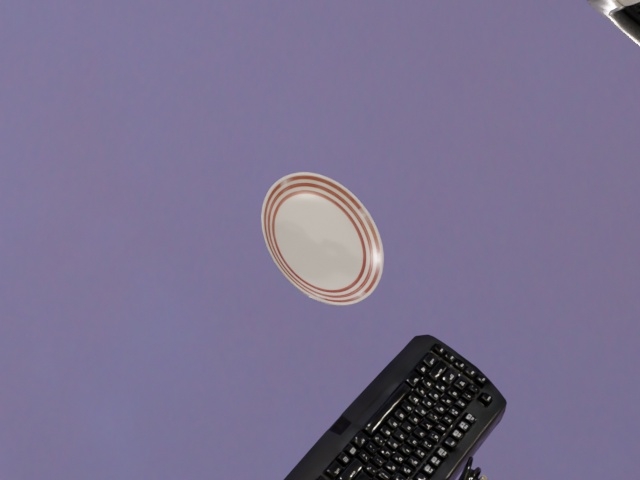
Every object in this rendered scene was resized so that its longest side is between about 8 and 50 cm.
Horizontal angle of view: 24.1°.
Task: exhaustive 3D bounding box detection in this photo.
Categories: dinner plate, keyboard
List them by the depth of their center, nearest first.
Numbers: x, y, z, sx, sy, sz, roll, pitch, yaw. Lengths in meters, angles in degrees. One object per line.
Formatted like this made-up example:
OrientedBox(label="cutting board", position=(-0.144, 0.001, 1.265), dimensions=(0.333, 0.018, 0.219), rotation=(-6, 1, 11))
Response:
OrientedBox(label="keyboard", position=(0.050, 0.129, 0.840), dimensions=(0.100, 0.192, 0.038), rotation=(39, -39, 7))
OrientedBox(label="dinner plate", position=(0.000, 0.000, 1.443), dimensions=(0.141, 0.141, 0.017), rotation=(28, -41, -21))

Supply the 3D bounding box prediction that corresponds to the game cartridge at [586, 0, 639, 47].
OrientedBox(label="game cartridge", position=(0.274, -0.158, 0.868), dimensions=(0.294, 0.196, 0.060), rotation=(34, -25, -22))
